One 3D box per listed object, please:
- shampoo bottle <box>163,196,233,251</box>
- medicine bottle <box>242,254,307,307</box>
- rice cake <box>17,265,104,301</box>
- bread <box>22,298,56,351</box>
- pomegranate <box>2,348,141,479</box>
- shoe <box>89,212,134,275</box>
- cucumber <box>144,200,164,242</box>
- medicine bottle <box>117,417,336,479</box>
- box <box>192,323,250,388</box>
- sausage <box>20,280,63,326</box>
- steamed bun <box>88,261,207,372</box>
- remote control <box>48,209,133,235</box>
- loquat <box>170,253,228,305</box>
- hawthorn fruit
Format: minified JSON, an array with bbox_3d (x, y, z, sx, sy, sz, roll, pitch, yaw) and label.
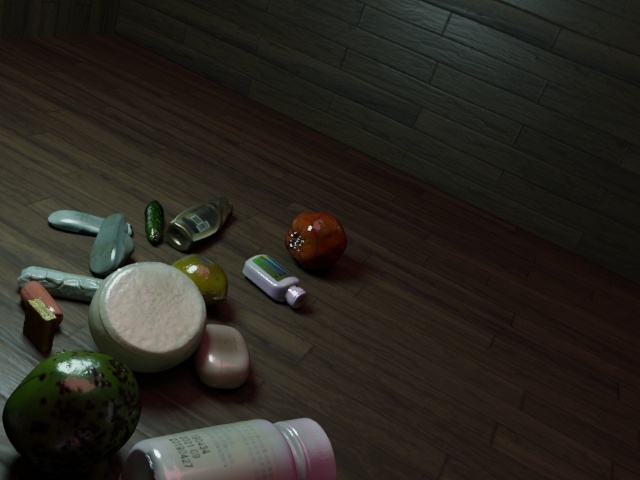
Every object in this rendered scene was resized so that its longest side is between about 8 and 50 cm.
[{"bbox_3d":[-0.403,-0.066,2.250,0.125,0.084,0.350,41,27,1],"label":"shampoo bottle"},{"bbox_3d":[-0.138,0.131,2.075,0.219,0.078,0.115,36,28,29],"label":"medicine bottle"},{"bbox_3d":[-0.627,0.126,1.748,0.336,0.063,0.066,10,18,-18],"label":"rice cake"},{"bbox_3d":[-0.662,0.200,1.542,0.090,0.095,0.035,34,28,30],"label":"bread"},{"bbox_3d":[-0.474,0.343,1.265,0.254,0.271,0.254,-10,5,1],"label":"pomegranate"},{"bbox_3d":[-0.608,0.024,1.937,0.100,0.103,0.251,56,17,-40],"label":"shoe"},{"bbox_3d":[-0.550,-0.060,2.162,0.069,0.069,0.227,10,33,-20],"label":"cucumber"},{"bbox_3d":[-0.171,0.463,1.258,0.378,0.214,0.213,1,32,-36],"label":"medicine bottle"},{"bbox_3d":[-0.254,0.294,1.665,0.145,0.088,0.200,11,27,-22],"label":"box"},{"bbox_3d":[-0.697,0.159,1.629,0.062,0.062,0.154,-10,39,-47],"label":"sausage"},{"bbox_3d":[-0.427,0.197,1.602,0.282,0.177,0.283,17,50,-22],"label":"steamed bun"},{"bbox_3d":[-0.716,-0.054,2.048,0.256,0.045,0.097,10,28,-27],"label":"remote control"},{"bbox_3d":[-0.348,0.118,1.878,0.195,0.152,0.152,39,30,15],"label":"loquat"},{"bbox_3d":[0.000,0.000,2.294,0.253,0.205,0.205,-3,34,-48],"label":"hawthorn fruit"}]
